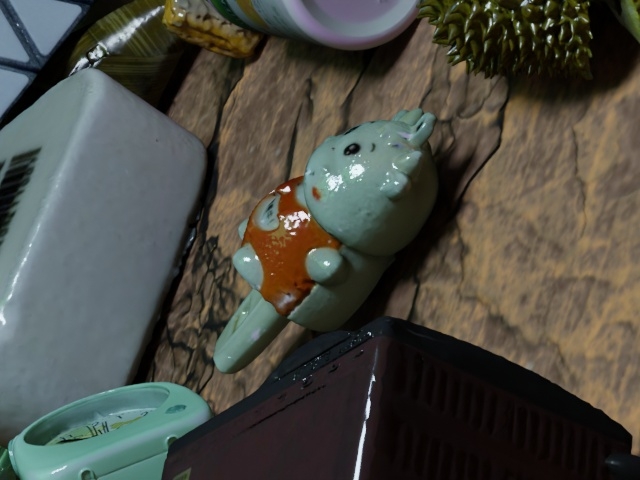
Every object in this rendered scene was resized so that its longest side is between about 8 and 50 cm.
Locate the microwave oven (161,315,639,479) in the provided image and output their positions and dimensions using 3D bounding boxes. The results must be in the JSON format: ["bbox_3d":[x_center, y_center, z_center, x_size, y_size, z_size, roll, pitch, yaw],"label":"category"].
[{"bbox_3d":[0.030,0.170,1.061,0.247,0.178,0.188,-35,35,49],"label":"microwave oven"}]

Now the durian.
[{"bbox_3d":[0.123,-0.201,1.289,0.237,0.138,0.193,6,72,65],"label":"durian"}]

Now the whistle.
[{"bbox_3d":[0.002,0.000,1.387,0.253,0.106,0.101,-50,-13,29],"label":"whistle"}]

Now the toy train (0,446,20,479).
[{"bbox_3d":[-0.269,0.155,1.848,0.148,0.038,0.071,-62,27,3],"label":"toy train"}]

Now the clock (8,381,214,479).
[{"bbox_3d":[-0.160,0.158,1.522,0.188,0.148,0.060,-156,47,-72],"label":"clock"}]

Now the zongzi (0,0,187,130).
[{"bbox_3d":[-0.232,-0.170,1.984,0.288,0.134,0.286,-54,27,4],"label":"zongzi"}]

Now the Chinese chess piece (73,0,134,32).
[{"bbox_3d":[-0.215,-0.299,2.106,0.250,0.103,0.250,-42,34,37],"label":"Chinese chess piece"}]

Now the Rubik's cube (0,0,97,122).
[{"bbox_3d":[-0.338,-0.211,1.908,0.228,0.233,0.229,11,92,21],"label":"Rubik's cube"}]

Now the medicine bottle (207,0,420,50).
[{"bbox_3d":[-0.021,-0.229,1.609,0.133,0.133,0.274,-64,24,0],"label":"medicine bottle"}]

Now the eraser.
[{"bbox_3d":[-0.251,0.050,1.727,0.331,0.150,0.331,-32,41,33],"label":"eraser"}]

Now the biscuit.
[{"bbox_3d":[-0.071,-0.331,1.857,0.054,0.094,0.379,132,154,-53],"label":"biscuit"}]
